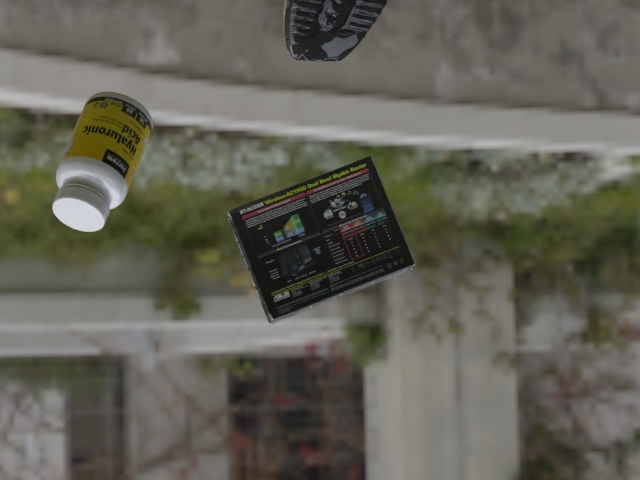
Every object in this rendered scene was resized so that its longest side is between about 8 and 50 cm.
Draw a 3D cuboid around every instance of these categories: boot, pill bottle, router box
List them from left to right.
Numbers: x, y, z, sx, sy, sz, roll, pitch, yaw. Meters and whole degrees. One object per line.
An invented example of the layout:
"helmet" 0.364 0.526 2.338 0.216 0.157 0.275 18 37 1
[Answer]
"pill bottle" -0.192 -0.067 1.700 0.065 0.116 0.065 12 146 8
"boot" -0.006 -0.227 1.247 0.076 0.198 0.137 1 -154 -35
"router box" 0.000 0.000 1.499 0.122 0.092 0.038 -21 174 -4
